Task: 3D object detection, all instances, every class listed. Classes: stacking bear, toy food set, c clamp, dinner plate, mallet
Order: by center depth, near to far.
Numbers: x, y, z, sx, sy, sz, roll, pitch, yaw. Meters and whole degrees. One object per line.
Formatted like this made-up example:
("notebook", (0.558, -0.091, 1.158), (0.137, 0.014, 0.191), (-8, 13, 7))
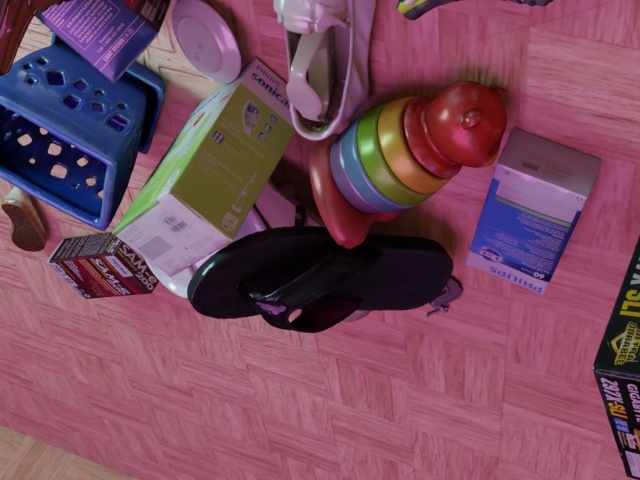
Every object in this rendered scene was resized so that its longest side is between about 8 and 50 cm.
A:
("stacking bear", (0.135, -0.127, 1.514), (0.289, 0.175, 0.164), (-25, 97, 41))
("dinner plate", (-0.174, -0.292, 1.602), (0.141, 0.017, 0.141), (33, 146, 25))
("mallet", (-0.047, 0.004, 1.806), (0.062, 0.039, 0.190), (25, 142, 23))
("toy food set", (0.000, 0.000, 1.872), (0.306, 0.092, 0.220), (38, 149, 0))
("c clamp", (0.175, 0.077, 1.892), (0.160, 0.022, 0.137), (40, 146, -19))

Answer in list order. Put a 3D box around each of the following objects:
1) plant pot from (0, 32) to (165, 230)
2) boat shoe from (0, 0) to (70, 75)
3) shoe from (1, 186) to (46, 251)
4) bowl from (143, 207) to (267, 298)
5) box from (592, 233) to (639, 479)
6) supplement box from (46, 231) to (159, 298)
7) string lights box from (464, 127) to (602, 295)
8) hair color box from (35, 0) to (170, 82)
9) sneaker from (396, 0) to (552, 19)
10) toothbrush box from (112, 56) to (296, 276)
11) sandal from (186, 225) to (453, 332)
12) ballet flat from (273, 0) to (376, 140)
("plant pot", (-0.390, -0.192, 1.760), (0.235, 0.212, 0.236), (29, 148, -1))
("boat shoe", (-0.350, -0.333, 1.356), (0.104, 0.111, 0.307), (12, 122, -28))
("shoe", (-0.626, -0.045, 2.305), (0.076, 0.058, 0.219), (5, 150, 0))
("bowl", (-0.224, 0.008, 1.914), (0.297, 0.134, 0.298), (33, 146, 26))
("box", (0.467, 0.125, 1.455), (0.079, 0.322, 0.257), (5, 141, 34))
("supplement box", (-0.454, 0.054, 2.290), (0.239, 0.073, 0.130), (-7, 133, 42))
("string lights box", (0.304, -0.035, 1.582), (0.133, 0.077, 0.260), (22, 148, 10))
("hair color box", (-0.374, -0.390, 1.485), (0.347, 0.174, 0.105), (40, 109, -20))
("sneaker", (0.207, -0.310, 1.244), (0.121, 0.111, 0.300), (40, 149, -25))
("toothbrush box", (-0.163, -0.108, 1.638), (0.122, 0.283, 0.206), (40, 147, -17))
("sandal", (0.021, 0.066, 1.639), (0.445, 0.107, 0.168), (-2, 131, -27))
("ballet flat", (-0.001, -0.281, 1.417), (0.139, 0.139, 0.400), (17, 146, 17))
